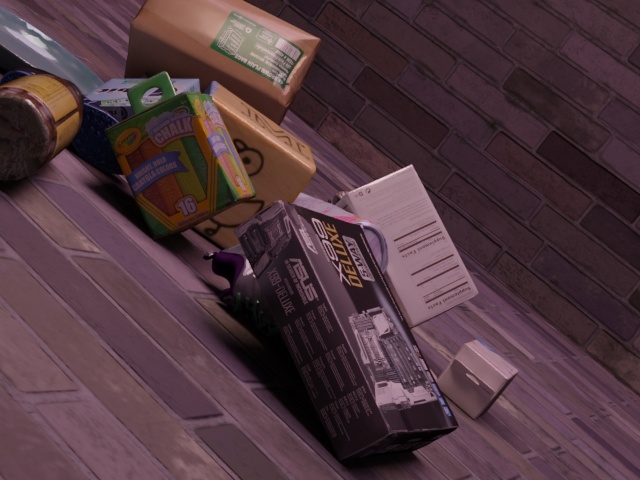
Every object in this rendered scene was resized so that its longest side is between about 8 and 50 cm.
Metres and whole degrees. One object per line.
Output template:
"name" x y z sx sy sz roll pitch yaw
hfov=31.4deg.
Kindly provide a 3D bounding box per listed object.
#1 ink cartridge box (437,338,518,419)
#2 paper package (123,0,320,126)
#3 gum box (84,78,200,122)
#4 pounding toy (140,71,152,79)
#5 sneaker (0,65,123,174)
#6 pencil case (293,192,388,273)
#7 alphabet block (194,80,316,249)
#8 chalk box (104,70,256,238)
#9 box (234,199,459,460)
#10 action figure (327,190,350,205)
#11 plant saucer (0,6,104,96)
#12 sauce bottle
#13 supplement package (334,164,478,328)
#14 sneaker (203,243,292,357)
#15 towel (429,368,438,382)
"ink cartridge box" 0.257 0.229 1.890 0.092 0.090 0.143 40 11 15
"paper package" -0.201 -0.330 2.182 0.325 0.168 0.309 28 -21 -3
"gum box" -0.294 -0.220 1.822 0.157 0.041 0.184 2 22 12
"pounding toy" -0.225 -0.226 2.119 0.269 0.155 0.154 38 10 -4
"sneaker" -0.359 -0.184 1.678 0.232 0.081 0.090 35 15 -11
"pencil case" 0.000 0.000 1.843 0.273 0.124 0.113 30 -43 61
"alphabet block" -0.142 -0.111 1.787 0.197 0.192 0.193 34 12 -12
"chalk box" -0.201 -0.127 1.581 0.213 0.132 0.132 64 11 -1
"box" 0.035 0.112 1.399 0.242 0.076 0.307 18 44 -64
"action figure" 0.078 -0.013 2.249 0.164 0.141 0.276 19 19 -26
"plant saucer" -0.494 -0.314 1.920 0.317 0.044 0.317 36 11 -8
"sauce bottle" -0.363 -0.154 1.450 0.111 0.111 0.344 36 9 -8
"supplement package" 0.134 0.022 1.914 0.244 0.134 0.139 63 -20 6
"sneaker" -0.075 0.095 1.482 0.098 0.083 0.224 -14 53 -24
"towel" 0.048 0.135 1.717 0.282 0.049 0.187 28 12 -40
